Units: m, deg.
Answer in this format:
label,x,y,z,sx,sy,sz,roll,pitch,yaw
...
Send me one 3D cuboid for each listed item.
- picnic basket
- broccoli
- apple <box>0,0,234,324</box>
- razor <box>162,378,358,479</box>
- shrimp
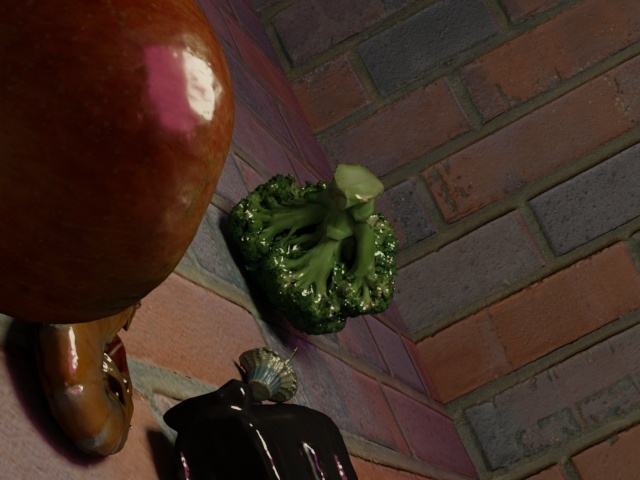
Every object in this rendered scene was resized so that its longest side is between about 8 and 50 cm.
label,x,y,z,sx,sy,sz,roll,pitch,yaw
picnic basket,-0.065,0.162,1.755,0.083,0.065,0.083,50,33,-16
broccoli,0.000,0.000,2.047,0.270,0.270,0.270,-60,-137,45
apple,-0.210,-0.093,1.037,0.250,0.277,0.309,24,7,-28
razor,-0.047,0.242,1.430,0.189,0.107,0.327,65,10,17
shrimp,-0.184,0.091,1.235,0.287,0.063,0.152,-72,143,-74
